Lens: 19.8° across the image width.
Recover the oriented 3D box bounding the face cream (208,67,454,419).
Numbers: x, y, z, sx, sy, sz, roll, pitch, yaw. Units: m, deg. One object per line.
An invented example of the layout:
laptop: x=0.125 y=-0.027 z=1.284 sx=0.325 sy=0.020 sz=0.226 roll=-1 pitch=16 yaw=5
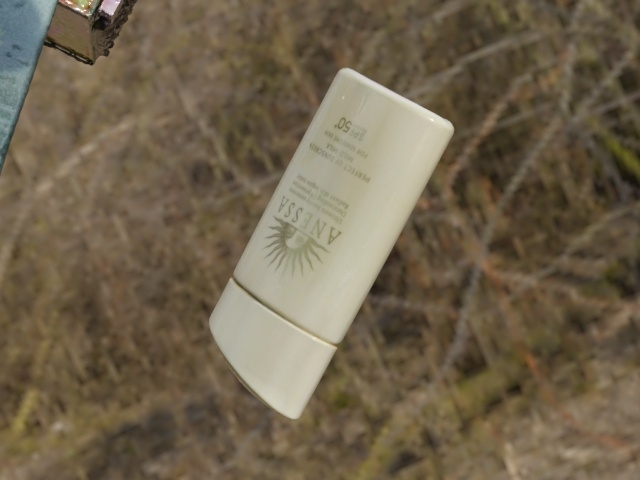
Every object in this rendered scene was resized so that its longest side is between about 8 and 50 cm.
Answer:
face cream: x=0.000 y=0.000 z=1.924 sx=0.173 sy=0.081 sz=0.348 roll=34 pitch=98 yaw=43

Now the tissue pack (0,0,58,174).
tissue pack: x=-0.349 y=-0.167 z=1.639 sx=0.081 sy=0.185 sz=0.257 roll=-46 pitch=27 yaw=53

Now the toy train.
toy train: x=-0.289 y=-0.288 z=1.992 sx=0.134 sy=0.177 sz=0.261 roll=-63 pitch=2 yaw=-10
